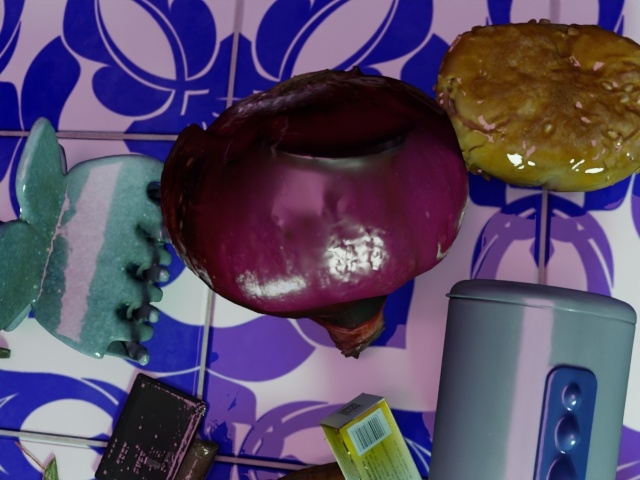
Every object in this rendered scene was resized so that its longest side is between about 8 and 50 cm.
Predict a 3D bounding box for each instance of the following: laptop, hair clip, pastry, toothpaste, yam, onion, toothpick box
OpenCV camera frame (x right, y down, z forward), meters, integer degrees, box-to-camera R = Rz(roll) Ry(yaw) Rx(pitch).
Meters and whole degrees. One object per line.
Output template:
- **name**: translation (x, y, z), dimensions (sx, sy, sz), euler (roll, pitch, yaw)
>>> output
- **laptop**: translation (-0.263, 0.311, 1.267), dimensions (0.129, 0.016, 0.180), euler (21, 86, 14)
- **hair clip**: translation (-0.337, 0.014, 1.202), dimensions (0.239, 0.392, 0.318), euler (15, 82, -11)
- **pastry**: translation (0.308, -0.183, 1.137), dimensions (0.311, 0.162, 0.254), euler (8, 70, 3)
- **toothpaste**: translation (0.104, 0.358, 1.080), dimensions (0.089, 0.071, 0.312), euler (-29, 99, -28)
- **yam**: translation (-0.189, 0.343, 1.230), dimensions (0.043, 0.043, 0.094), euler (24, 88, 15)
- **onion**: translation (0.000, 0.000, 1.083), dimensions (0.399, 0.398, 0.419), euler (-1, 115, 13)
- **toothpick box**: translation (0.263, 0.237, 1.034), dimensions (0.263, 0.263, 0.354), euler (8, 85, 14)

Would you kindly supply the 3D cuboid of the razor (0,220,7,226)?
- **razor**: translation (-0.543, -0.038, 1.375), dimensions (0.155, 0.044, 0.028), euler (19, 112, 17)

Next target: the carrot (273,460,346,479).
- **carrot**: translation (-0.074, 0.407, 1.152), dimensions (0.302, 0.138, 0.138), euler (-19, 78, -1)

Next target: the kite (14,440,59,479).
- **kite**: translation (-0.487, 0.415, 1.305), dimensions (0.244, 0.006, 0.198), euler (34, 91, 15)

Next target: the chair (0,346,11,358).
- **chair**: translation (-0.645, 0.109, 1.320), dimensions (0.271, 0.136, 0.147), euler (2, 83, 14)
